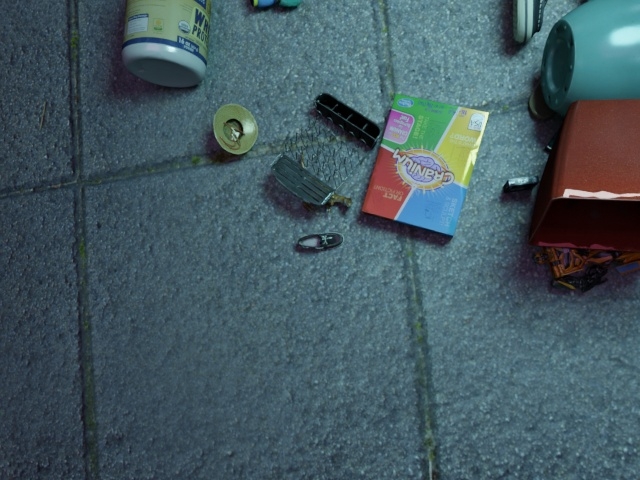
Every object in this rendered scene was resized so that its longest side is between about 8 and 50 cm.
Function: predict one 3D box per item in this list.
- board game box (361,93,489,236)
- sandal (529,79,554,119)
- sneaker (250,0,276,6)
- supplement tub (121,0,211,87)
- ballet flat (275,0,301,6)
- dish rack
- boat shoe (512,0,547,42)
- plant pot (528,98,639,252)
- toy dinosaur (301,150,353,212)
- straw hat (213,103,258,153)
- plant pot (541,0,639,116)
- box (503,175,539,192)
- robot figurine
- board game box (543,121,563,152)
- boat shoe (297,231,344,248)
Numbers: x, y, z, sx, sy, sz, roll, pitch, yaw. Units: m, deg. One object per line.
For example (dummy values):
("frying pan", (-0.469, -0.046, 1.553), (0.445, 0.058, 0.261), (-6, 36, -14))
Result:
("board game box", (0.265, -0.191, 1.160), (0.242, 0.064, 0.317), (16, 89, 15))
("sandal", (0.571, -0.383, 1.107), (0.072, 0.049, 0.180), (31, 93, 14))
("sneaker", (-0.178, -0.771, 1.323), (0.082, 0.069, 0.209), (-12, 76, -13))
("supplement tub", (-0.428, -0.624, 1.282), (0.228, 0.228, 0.316), (2, 87, 14))
("ballet flat", (-0.071, -0.782, 1.290), (0.087, 0.083, 0.247), (7, 89, -20))
("dish rack", (0.005, -0.234, 1.196), (0.208, 0.074, 0.271), (36, 78, 15))
("boat shoe", (0.567, -0.710, 1.068), (0.156, 0.187, 0.500), (17, 85, 20))
("plant pot", (0.582, -0.132, 0.908), (0.267, 0.267, 0.236), (4, 72, 16))
("toy dinosaur", (-0.007, -0.136, 1.236), (0.211, 0.064, 0.112), (39, 78, 14))
("straw hat", (-0.254, -0.311, 1.297), (0.061, 0.144, 0.144), (-10, 81, 56))
("plant pot", (0.616, -0.376, 0.956), (0.235, 0.293, 0.293), (-3, 85, 7))
("box", (0.481, -0.135, 1.092), (0.067, 0.083, 0.018), (-7, 84, 13))
("robot figurine", (0.640, -0.004, 1.042), (0.291, 0.085, 0.211), (-20, 80, 12))
("board game box", (0.657, -0.225, 1.085), (0.186, 0.026, 0.126), (35, 95, 14))
("boat shoe", (0.000, 0.000, 1.224), (0.125, 0.038, 0.046), (-1, 85, 14))
